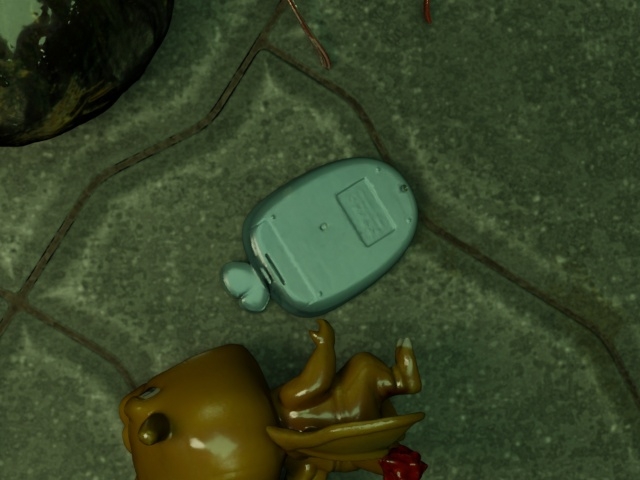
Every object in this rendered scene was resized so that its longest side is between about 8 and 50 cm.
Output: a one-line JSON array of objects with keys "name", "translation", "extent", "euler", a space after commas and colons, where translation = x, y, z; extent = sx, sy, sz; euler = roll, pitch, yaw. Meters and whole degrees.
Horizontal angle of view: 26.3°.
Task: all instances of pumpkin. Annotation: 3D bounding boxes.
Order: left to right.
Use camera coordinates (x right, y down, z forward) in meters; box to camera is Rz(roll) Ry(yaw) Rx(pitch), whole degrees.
[{"name": "pumpkin", "translation": [-0.410, -0.333, 1.727], "extent": [0.454, 0.344, 0.454], "euler": [2, 77, -10]}]

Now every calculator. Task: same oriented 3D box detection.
[{"name": "calculator", "translation": [0.000, 0.000, 1.935], "extent": [0.302, 0.042, 0.188], "euler": [-33, 94, -12]}]

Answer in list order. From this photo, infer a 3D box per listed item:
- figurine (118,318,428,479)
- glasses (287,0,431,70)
[{"name": "figurine", "translation": [-0.054, 0.248, 1.773], "extent": [0.387, 0.401, 0.268], "euler": [-6, 70, -15]}, {"name": "glasses", "translation": [0.043, -0.404, 1.919], "extent": [0.234, 0.118, 0.268], "euler": [-26, 92, -11]}]
